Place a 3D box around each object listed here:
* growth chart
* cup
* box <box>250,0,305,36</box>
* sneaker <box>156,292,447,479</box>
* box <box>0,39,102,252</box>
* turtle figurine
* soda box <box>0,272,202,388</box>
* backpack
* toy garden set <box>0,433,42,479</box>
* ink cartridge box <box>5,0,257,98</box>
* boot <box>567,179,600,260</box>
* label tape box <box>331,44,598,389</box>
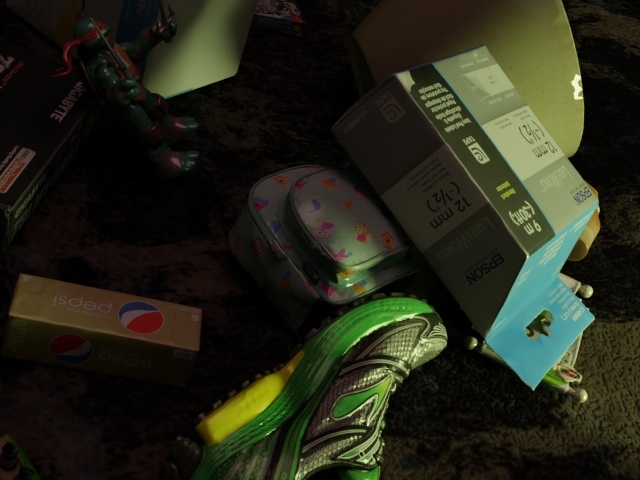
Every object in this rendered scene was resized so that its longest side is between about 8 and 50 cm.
[{"bbox_3d":[0.246,0.087,1.311,0.172,0.021,0.237,23,36,3],"label":"growth chart"},{"bbox_3d":[0.175,-0.233,1.470,0.237,0.331,0.331,-18,46,-5],"label":"cup"},{"bbox_3d":[-0.084,-0.373,1.714,0.094,0.027,0.137,6,39,-22],"label":"box"},{"bbox_3d":[0.013,0.172,1.023,0.146,0.134,0.343,42,50,15],"label":"sneaker"},{"bbox_3d":[-0.427,-0.140,1.224,0.293,0.073,0.295,20,38,-1],"label":"box"},{"bbox_3d":[-0.217,-0.190,1.266,0.118,0.234,0.175,-7,45,23],"label":"turtle figurine"},{"bbox_3d":[-0.210,0.088,1.055,0.181,0.058,0.061,13,38,-12],"label":"soda box"},{"bbox_3d":[0.000,0.000,1.196,0.166,0.144,0.188,-24,56,-41],"label":"backpack"},{"bbox_3d":[-0.295,0.251,0.817,0.244,0.049,0.204,-16,50,-39],"label":"toy garden set"},{"bbox_3d":[-0.248,-0.347,1.460,0.270,0.197,0.198,37,39,20],"label":"ink cartridge box"},{"bbox_3d":[0.288,-0.062,1.478,0.197,0.073,0.152,34,38,-2],"label":"boot"},{"bbox_3d":[0.201,-0.038,1.213,0.347,0.115,0.249,53,33,6],"label":"label tape box"}]
